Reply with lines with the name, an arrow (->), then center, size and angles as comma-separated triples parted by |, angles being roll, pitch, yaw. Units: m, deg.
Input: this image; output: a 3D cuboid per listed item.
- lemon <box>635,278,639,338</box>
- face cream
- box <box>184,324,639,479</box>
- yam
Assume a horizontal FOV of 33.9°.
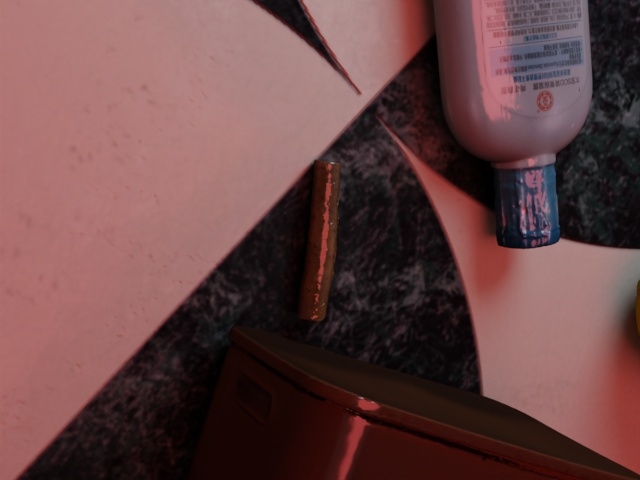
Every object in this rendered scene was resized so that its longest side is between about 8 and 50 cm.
lemon -> 0.425, 0.084, 1.087 | 0.203, 0.178, 0.178 | 41, 80, -23
face cream -> 0.186, -0.161, 0.991 | 0.163, 0.080, 0.336 | -12, 103, -24
box -> 0.060, 0.240, 0.909 | 0.339, 0.239, 0.229 | 21, 91, -27
yam -> 0.000, 0.000, 0.956 | 0.032, 0.032, 0.145 | 3, 95, -26
